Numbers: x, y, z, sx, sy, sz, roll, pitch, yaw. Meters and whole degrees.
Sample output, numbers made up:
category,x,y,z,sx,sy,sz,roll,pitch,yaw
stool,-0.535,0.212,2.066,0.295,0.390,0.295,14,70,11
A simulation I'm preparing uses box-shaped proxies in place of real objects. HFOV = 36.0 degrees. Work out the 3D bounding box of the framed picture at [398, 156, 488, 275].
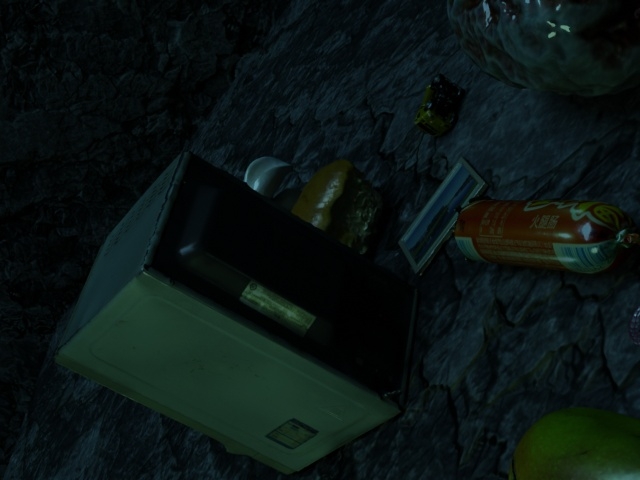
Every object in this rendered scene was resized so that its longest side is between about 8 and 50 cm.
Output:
category,x,y,z,sx,sy,sz,roll,pitch,yaw
framed picture,0.159,-0.033,1.296,0.149,0.011,0.109,-55,20,14

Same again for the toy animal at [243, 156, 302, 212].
category,x,y,z,sx,sy,sz,roll,pitch,yaw
toy animal,-0.144,0.020,1.704,0.310,0.182,0.247,-41,27,42

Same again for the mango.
category,x,y,z,sx,sy,sz,roll,pitch,yaw
mango,0.219,0.190,0.688,0.233,0.111,0.125,24,97,58

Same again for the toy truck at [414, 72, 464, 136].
category,x,y,z,sx,sy,sz,roll,pitch,yaw
toy truck,0.171,-0.194,1.443,0.054,0.049,0.083,-34,30,53

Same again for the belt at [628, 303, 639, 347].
category,x,y,z,sx,sy,sz,roll,pitch,yaw
belt,0.332,0.005,0.757,0.232,0.053,0.071,-54,12,16

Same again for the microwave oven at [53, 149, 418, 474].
category,x,y,z,sx,sy,sz,roll,pitch,yaw
microwave oven,-0.094,0.092,1.220,0.286,0.355,0.219,-41,26,43

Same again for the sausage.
category,x,y,z,sx,sy,sz,roll,pitch,yaw
sausage,0.230,-0.005,0.993,0.083,0.083,0.264,-63,21,-9

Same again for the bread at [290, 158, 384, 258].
category,x,y,z,sx,sy,sz,roll,pitch,yaw
bread,0.000,0.000,1.478,0.174,0.121,0.246,-4,60,66

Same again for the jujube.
category,x,y,z,sx,sy,sz,roll,pitch,yaw
jujube,0.266,-0.267,1.070,0.226,0.226,0.317,-58,18,4
